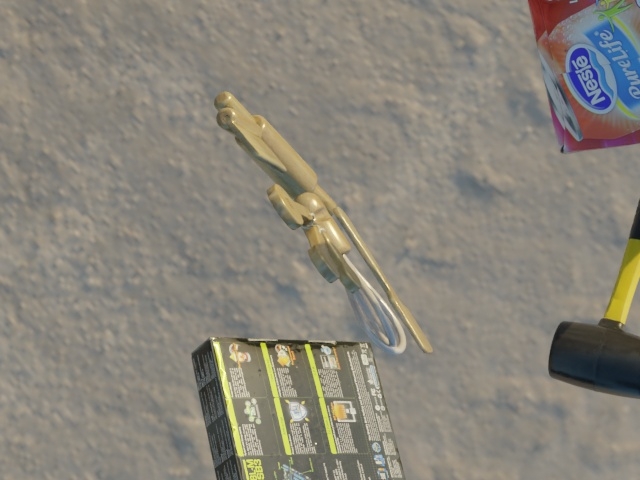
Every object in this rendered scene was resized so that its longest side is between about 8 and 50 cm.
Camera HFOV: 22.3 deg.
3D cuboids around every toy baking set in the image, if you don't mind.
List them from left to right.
[{"bbox_3d":[-0.003,-0.005,1.260,0.030,0.197,0.256,-35,137,10],"label":"toy baking set"}]

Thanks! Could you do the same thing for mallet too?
[{"bbox_3d":[0.202,0.011,0.993,0.190,0.062,0.039,-60,155,-20],"label":"mallet"}]

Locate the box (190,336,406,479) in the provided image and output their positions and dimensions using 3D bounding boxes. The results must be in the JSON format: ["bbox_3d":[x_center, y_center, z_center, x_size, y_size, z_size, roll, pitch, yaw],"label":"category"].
[{"bbox_3d":[-0.014,0.182,1.464,0.184,0.191,0.045,2,151,-34],"label":"box"}]

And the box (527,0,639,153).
[{"bbox_3d":[0.233,-0.149,1.007,0.257,0.128,0.123,-35,113,-57],"label":"box"}]
